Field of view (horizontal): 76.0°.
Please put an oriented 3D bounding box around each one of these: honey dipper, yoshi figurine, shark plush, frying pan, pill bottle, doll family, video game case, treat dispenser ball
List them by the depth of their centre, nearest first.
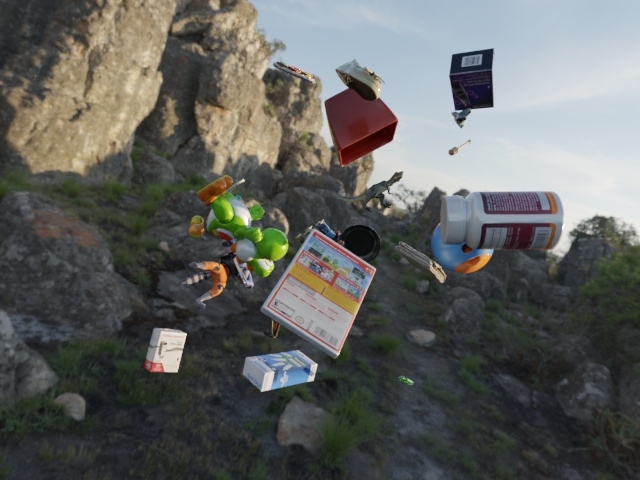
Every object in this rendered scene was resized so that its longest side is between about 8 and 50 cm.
[{"bbox_3d":[0.007,0.118,1.010,0.204,0.025,0.285,33,49,-2],"label":"video game case"},{"bbox_3d":[-0.234,-0.055,1.373,0.203,0.204,0.362,-13,-68,55],"label":"yoshi figurine"},{"bbox_3d":[0.000,0.000,1.378,0.111,0.076,0.193,50,-24,-9],"label":"doll family"},{"bbox_3d":[0.534,-0.472,1.538,0.073,0.067,0.161,59,26,3],"label":"shark plush"},{"bbox_3d":[0.666,-0.075,1.543,0.393,0.223,0.224,1,6,8],"label":"pill bottle"},{"bbox_3d":[0.622,-0.417,1.814,0.161,0.030,0.031,-33,42,-33],"label":"honey dipper"},{"bbox_3d":[0.116,0.016,1.904,0.327,0.197,0.053,2,17,8],"label":"frying pan"},{"bbox_3d":[0.680,0.014,1.970,0.289,0.287,0.288,19,8,-3],"label":"treat dispenser ball"}]

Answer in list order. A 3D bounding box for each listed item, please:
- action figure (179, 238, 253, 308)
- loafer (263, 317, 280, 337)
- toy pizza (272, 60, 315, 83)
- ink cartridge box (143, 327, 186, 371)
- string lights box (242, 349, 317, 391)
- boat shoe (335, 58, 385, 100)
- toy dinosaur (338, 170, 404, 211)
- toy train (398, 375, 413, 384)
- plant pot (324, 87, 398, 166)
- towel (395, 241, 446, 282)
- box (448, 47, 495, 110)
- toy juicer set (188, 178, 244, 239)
[{"bbox_3d":[-0.442,0.085,1.773,0.179,0.340,0.330,-7,15,31],"label":"action figure"},{"bbox_3d":[-0.176,0.309,1.646,0.062,0.169,0.061,11,3,-41],"label":"loafer"},{"bbox_3d":[-0.111,-0.735,1.778,0.202,0.032,0.201,20,23,-9],"label":"toy pizza"},{"bbox_3d":[-0.525,0.372,1.389,0.056,0.135,0.099,3,-11,45],"label":"ink cartridge box"},{"bbox_3d":[-0.155,0.502,1.594,0.260,0.076,0.133,7,10,-44],"label":"string lights box"},{"bbox_3d":[0.137,-0.554,1.377,0.104,0.089,0.285,46,8,-40],"label":"boat shoe"},{"bbox_3d":[0.203,-0.168,1.553,0.064,0.268,0.118,47,27,-53],"label":"toy dinosaur"},{"bbox_3d":[0.350,0.571,1.670,0.083,0.024,0.017,32,40,-31],"label":"toy train"},{"bbox_3d":[0.151,-0.510,1.765,0.235,0.267,0.267,63,2,6],"label":"plant pot"},{"bbox_3d":[0.444,0.096,1.792,0.187,0.049,0.282,36,0,31],"label":"towel"},{"bbox_3d":[0.587,-0.610,1.571,0.153,0.108,0.207,2,-24,27],"label":"box"},{"bbox_3d":[-0.419,-0.108,1.667,0.089,0.209,0.328,54,29,-28],"label":"toy juicer set"}]
